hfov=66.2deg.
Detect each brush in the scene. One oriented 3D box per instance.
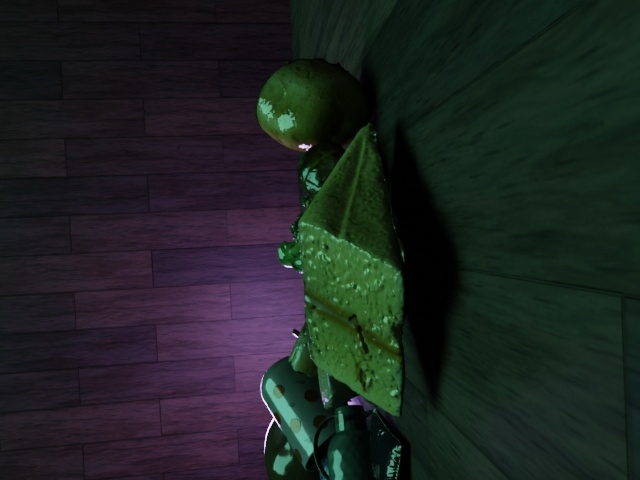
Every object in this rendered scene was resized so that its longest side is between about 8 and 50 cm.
[{"bbox_3d":[0.079,0.252,1.152,0.174,0.166,0.266,105,163,-68],"label":"brush"}]

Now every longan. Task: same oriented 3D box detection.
[{"bbox_3d":[-0.040,0.761,1.782,0.361,0.362,0.360,177,90,-83],"label":"longan"}]

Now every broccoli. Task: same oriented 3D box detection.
[{"bbox_3d":[0.000,0.000,1.315,0.254,0.269,0.269,61,179,-13],"label":"broccoli"}]

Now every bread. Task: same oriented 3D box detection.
[{"bbox_3d":[0.117,0.030,0.919,0.405,0.242,0.345,-51,-36,-37],"label":"bread"},{"bbox_3d":[0.016,0.305,1.625,0.314,0.171,0.191,-47,-22,-77],"label":"bread"}]

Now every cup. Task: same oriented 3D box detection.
[{"bbox_3d":[-0.047,0.533,1.569,0.317,0.212,0.212,46,148,35],"label":"cup"}]

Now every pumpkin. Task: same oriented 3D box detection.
[{"bbox_3d":[0.034,-0.125,1.142,0.219,0.162,0.219,47,-170,-11],"label":"pumpkin"}]

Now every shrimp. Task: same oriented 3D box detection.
[{"bbox_3d":[0.155,0.042,0.905,0.217,0.051,0.115,-138,42,-82],"label":"shrimp"}]

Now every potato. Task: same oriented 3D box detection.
[{"bbox_3d":[0.002,-0.320,1.219,0.242,0.286,0.242,33,127,59],"label":"potato"}]

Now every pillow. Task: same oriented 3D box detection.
[{"bbox_3d":[0.148,0.486,1.115,0.208,0.055,0.141,-159,72,-82],"label":"pillow"}]

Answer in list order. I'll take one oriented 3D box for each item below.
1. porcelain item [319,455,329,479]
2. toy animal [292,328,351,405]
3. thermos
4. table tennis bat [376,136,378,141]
[{"bbox_3d":[0.072,0.702,1.441,0.114,0.147,0.147,-101,11,-46],"label":"porcelain item"},{"bbox_3d":[0.018,0.456,1.765,0.324,0.091,0.195,55,176,19],"label":"toy animal"},{"bbox_3d":[0.075,0.580,1.275,0.145,0.182,0.286,49,-150,-57],"label":"thermos"},{"bbox_3d":[0.120,-0.201,1.214,0.154,0.019,0.098,101,164,-54],"label":"table tennis bat"}]
